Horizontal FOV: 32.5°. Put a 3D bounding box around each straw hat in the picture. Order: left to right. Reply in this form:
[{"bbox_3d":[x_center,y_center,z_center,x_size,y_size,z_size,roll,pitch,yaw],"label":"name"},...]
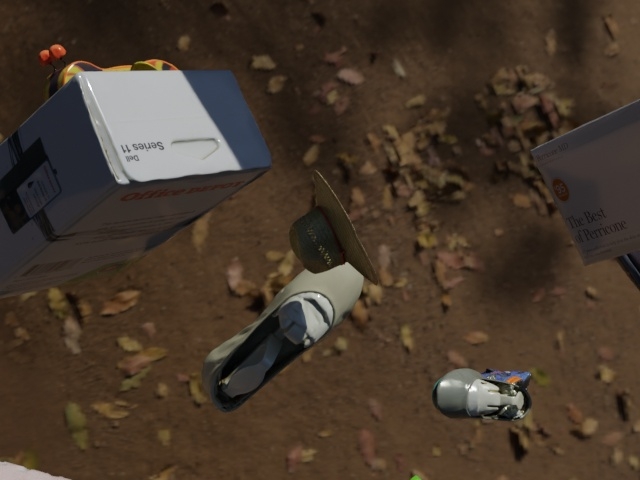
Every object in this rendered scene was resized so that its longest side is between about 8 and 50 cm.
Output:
[{"bbox_3d":[0.000,0.000,1.169,0.061,0.144,0.144,-29,95,-6],"label":"straw hat"}]

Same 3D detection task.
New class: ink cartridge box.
[{"bbox_3d":[-0.161,-0.040,0.812,0.153,0.208,0.086,-11,75,-51],"label":"ink cartridge box"}]

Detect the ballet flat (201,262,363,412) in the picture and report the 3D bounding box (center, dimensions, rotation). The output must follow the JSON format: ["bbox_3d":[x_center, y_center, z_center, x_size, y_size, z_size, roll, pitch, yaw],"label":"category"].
[{"bbox_3d":[-0.045,0.117,1.308,0.086,0.248,0.086,43,16,-16],"label":"ballet flat"}]

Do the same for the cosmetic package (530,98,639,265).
[{"bbox_3d":[0.242,-0.057,0.710,0.060,0.239,0.098,-23,88,-27],"label":"cosmetic package"}]

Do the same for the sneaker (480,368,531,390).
[{"bbox_3d":[0.330,0.266,2.009,0.087,0.221,0.083,19,86,20],"label":"sneaker"}]

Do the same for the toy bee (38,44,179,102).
[{"bbox_3d":[-0.290,-0.193,1.453,0.162,0.195,0.298,67,24,-12],"label":"toy bee"}]

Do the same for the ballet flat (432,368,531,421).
[{"bbox_3d":[0.238,0.222,1.567,0.213,0.068,0.072,16,78,-53],"label":"ballet flat"}]

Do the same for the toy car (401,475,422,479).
[{"bbox_3d":[0.059,0.381,1.381,0.225,0.053,0.239,-33,133,-24],"label":"toy car"}]

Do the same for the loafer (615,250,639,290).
[{"bbox_3d":[0.509,0.059,1.581,0.095,0.109,0.302,-37,89,10],"label":"loafer"}]

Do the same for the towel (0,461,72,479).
[{"bbox_3d":[-0.486,0.364,1.276,0.332,0.053,0.317,15,39,3],"label":"towel"}]
